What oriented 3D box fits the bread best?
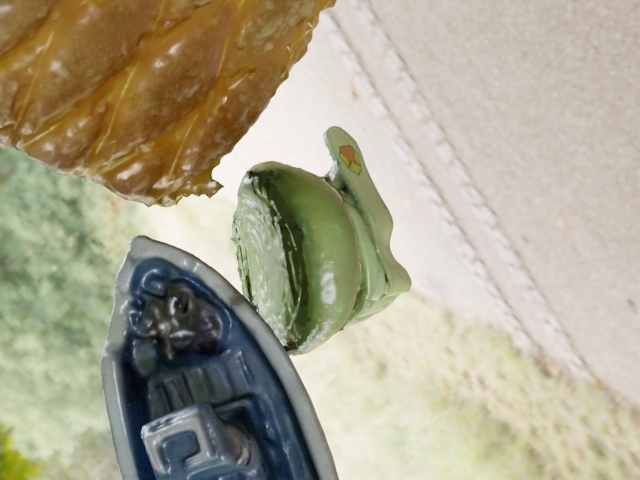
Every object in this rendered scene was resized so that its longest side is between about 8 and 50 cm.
[{"bbox_3d":[-0.140,-0.197,0.773,0.207,0.279,0.279,44,-167,30],"label":"bread"}]

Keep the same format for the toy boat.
[{"bbox_3d":[-0.058,0.142,0.752,0.142,0.129,0.309,8,-118,-79],"label":"toy boat"}]

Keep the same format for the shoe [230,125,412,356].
[{"bbox_3d":[-0.007,0.001,0.903,0.140,0.128,0.262,65,166,2],"label":"shoe"}]
